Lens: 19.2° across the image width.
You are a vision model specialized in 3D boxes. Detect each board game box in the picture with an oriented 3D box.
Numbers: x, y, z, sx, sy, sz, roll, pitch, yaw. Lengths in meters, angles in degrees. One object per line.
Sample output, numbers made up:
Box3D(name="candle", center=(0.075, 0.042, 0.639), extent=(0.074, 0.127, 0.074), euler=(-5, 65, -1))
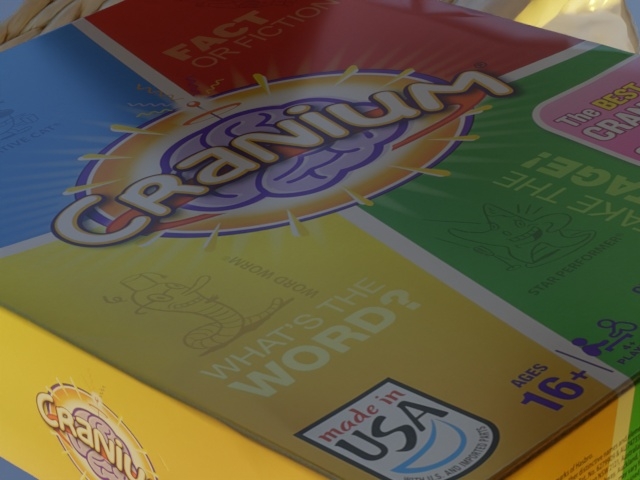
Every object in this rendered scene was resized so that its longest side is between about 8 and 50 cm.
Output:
Box3D(name="board game box", center=(0.000, 0.000, 0.605), extent=(0.242, 0.316, 0.064), euler=(-30, -53, -36))

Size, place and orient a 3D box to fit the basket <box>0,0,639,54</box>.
Box3D(name="basket", center=(-0.006, -0.021, 1.094), extent=(0.331, 0.266, 0.328), euler=(-45, -35, -13))
